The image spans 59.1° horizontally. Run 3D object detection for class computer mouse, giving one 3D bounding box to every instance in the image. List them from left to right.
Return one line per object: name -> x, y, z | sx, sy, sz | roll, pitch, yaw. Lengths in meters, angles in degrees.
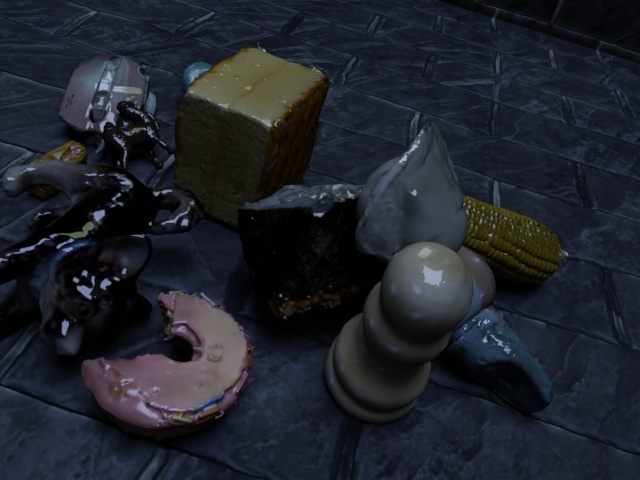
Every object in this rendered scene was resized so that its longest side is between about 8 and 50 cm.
computer mouse -> -0.481, -0.328, 1.272 | 0.200, 0.114, 0.389 | 4, 40, -10

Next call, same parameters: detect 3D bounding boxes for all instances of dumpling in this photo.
dumpling -> 0.146, -0.071, 0.870 | 0.175, 0.226, 0.243 | 6, 15, 3

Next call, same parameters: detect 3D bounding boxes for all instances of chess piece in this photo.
chess piece -> 0.111, 0.124, 0.795 | 0.167, 0.299, 0.167 | 7, 49, -9

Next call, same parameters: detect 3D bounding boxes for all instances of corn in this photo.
corn -> 0.317, -0.006, 1.113 | 0.387, 0.144, 0.144 | 14, 38, -23

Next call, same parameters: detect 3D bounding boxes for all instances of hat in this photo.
hat -> -0.264, -0.353, 1.409 | 0.138, 0.078, 0.191 | -31, 77, -32

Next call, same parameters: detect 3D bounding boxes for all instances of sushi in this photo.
sushi -> 0.000, 0.000, 0.999 | 0.234, 0.207, 0.349 | 1, 12, 41

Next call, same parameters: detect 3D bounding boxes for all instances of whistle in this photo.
whistle -> 0.243, 0.143, 0.941 | 0.189, 0.189, 0.347 | -21, 65, -37

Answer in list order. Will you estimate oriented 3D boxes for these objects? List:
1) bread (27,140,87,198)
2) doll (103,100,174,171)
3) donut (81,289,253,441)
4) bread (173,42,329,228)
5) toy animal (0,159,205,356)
bread -> -0.500, -0.136, 1.072 | 0.053, 0.074, 0.132 | 32, 43, 1
doll -> -0.390, -0.219, 1.175 | 0.139, 0.057, 0.165 | -24, 80, -38
donut -> -0.199, 0.182, 0.799 | 0.199, 0.085, 0.233 | 28, 41, 14
bread -> -0.138, -0.203, 1.125 | 0.207, 0.279, 0.279 | 25, 43, 6
toy animal -> -0.337, 0.021, 0.856 | 0.303, 0.194, 0.344 | 2, 47, -9
